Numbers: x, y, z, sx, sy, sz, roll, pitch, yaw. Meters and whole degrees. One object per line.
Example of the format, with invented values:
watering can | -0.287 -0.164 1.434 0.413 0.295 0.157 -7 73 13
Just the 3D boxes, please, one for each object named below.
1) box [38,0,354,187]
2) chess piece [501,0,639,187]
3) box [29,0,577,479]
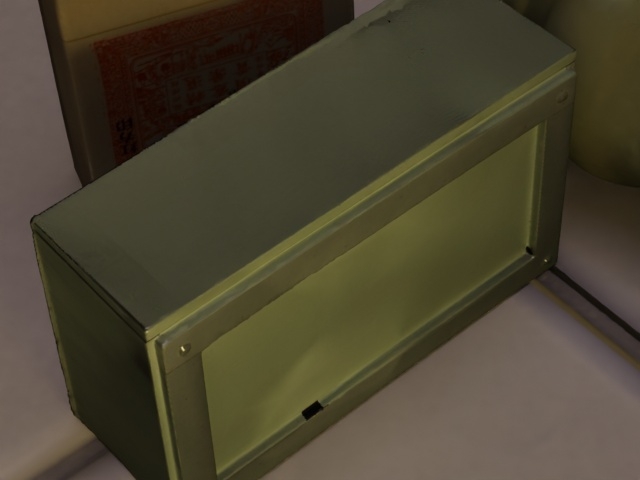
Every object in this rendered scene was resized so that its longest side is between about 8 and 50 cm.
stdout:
box | -0.056 -0.105 0.755 0.141 0.201 0.058 -17 50 -14
chess piece | 0.215 -0.020 0.698 0.182 0.182 0.330 -18 55 -13
box | 0.000 0.000 0.705 0.225 0.129 0.086 -34 56 -25
